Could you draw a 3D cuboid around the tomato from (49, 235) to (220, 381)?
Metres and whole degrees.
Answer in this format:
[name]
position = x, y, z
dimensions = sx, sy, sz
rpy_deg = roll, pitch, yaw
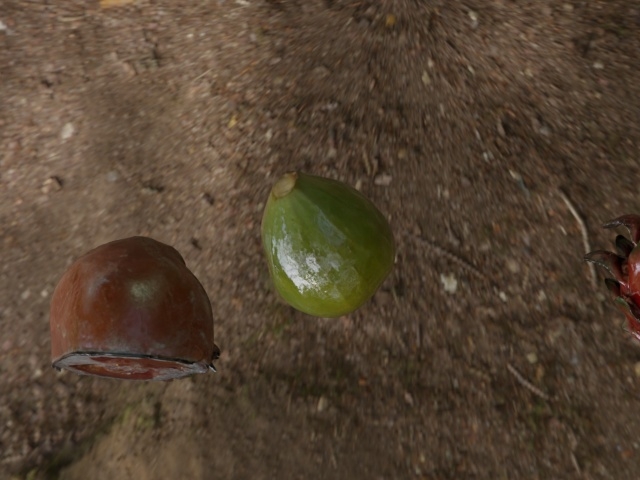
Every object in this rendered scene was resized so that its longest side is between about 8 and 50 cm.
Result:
[tomato]
position = -0.211, 0.075, 1.417
dimensions = 0.180, 0.214, 0.155
rpy_deg = 7, 78, -31

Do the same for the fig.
[fig]
position = -0.002, 0.003, 1.961
dimensions = 0.230, 0.207, 0.207
rpy_deg = 41, 101, -4

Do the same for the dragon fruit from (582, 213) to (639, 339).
[dragon fruit]
position = 0.325, 0.033, 1.143
dimensions = 0.121, 0.130, 0.142
rpy_deg = -22, 97, 46
